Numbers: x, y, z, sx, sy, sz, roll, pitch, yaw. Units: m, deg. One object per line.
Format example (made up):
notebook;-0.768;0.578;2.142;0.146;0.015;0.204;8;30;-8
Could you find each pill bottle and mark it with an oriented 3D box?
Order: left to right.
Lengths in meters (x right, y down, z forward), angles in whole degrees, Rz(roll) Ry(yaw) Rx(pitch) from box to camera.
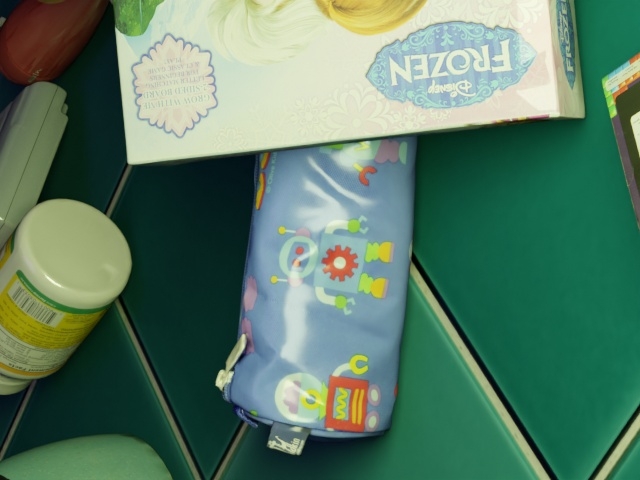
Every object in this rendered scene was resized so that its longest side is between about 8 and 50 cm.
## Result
pill bottle;-0.274;0.062;1.741;0.208;0.117;0.118;-48;48;42

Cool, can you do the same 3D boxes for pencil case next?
pencil case;0.000;0.000;1.321;0.119;0.133;0.306;-179;95;-76

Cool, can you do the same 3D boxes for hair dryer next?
hair dryer;-0.287;-0.269;1.842;0.293;0.080;0.224;26;107;55

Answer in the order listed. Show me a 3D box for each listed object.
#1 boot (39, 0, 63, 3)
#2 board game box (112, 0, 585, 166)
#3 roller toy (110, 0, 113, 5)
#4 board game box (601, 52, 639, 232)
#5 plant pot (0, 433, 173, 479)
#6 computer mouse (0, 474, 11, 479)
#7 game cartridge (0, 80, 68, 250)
boot;-0.151;-0.335;1.528;0.109;0.220;0.283;40;137;7
board game box;0.005;-0.222;1.215;0.318;0.066;0.318;-6;90;25
roller toy;-0.072;-0.230;1.405;0.146;0.191;0.209;-58;42;36
board game box;0.246;-0.067;1.029;0.170;0.048;0.141;-35;59;49
plant pot;-0.268;0.317;1.625;0.290;0.195;0.290;-13;75;55
computer mouse;-0.198;0.261;1.489;0.262;0.184;0.060;44;172;10
game cartridge;-0.362;-0.027;1.878;0.297;0.062;0.198;-33;31;52
